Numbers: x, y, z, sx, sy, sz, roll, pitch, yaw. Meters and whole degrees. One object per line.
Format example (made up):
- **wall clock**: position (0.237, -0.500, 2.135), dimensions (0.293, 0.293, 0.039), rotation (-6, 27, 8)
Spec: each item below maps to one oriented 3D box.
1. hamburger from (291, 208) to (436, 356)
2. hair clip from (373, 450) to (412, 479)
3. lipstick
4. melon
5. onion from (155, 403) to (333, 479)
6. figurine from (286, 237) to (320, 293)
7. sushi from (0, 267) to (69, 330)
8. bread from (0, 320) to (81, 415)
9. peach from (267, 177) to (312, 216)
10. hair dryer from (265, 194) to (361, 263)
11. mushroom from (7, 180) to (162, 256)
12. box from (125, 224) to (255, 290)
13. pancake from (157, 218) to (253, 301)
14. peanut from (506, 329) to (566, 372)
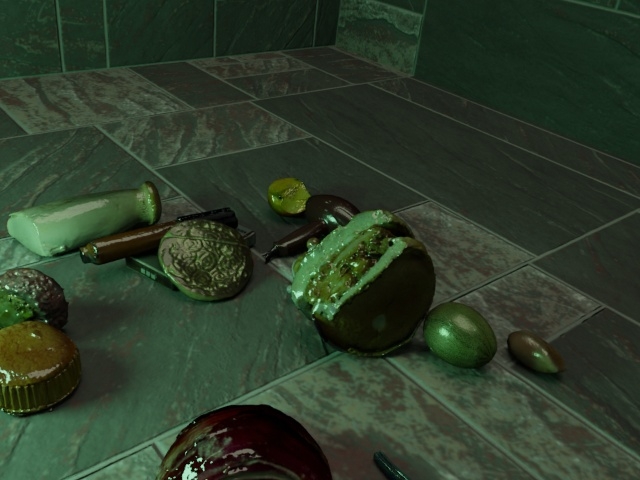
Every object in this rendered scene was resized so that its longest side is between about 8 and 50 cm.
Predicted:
- **hamburger**: position (0.116, 0.113, 1.496), dimensions (0.318, 0.277, 0.195), rotation (-39, 41, 1)
- **hair clip**: position (0.201, 0.456, 1.154), dimensions (0.275, 0.048, 0.083), rotation (25, 39, 30)
- **lipstick**: position (-0.417, -0.013, 1.714), dimensions (0.419, 0.077, 0.077), rotation (-16, 37, -29)
- **melon**: position (0.314, 0.215, 1.496), dimensions (0.139, 0.139, 0.192), rotation (-19, 42, -37)
- **onion**: position (-0.145, 0.362, 1.152), dimensions (0.315, 0.146, 0.280), rotation (-7, 28, -14)
- **figurine**: position (0.034, 0.072, 1.713), dimensions (0.194, 0.133, 0.274), rotation (36, 28, 14)
- **sushi**: position (-0.672, 0.132, 1.418), dimensions (0.241, 0.161, 0.107), rotation (14, 32, 11)
- **bread**: position (-0.583, 0.245, 1.299), dimensions (0.199, 0.104, 0.199), rotation (4, 32, -2)
- **peach**: position (-0.104, -0.134, 2.039), dimensions (0.151, 0.118, 0.151), rotation (8, 64, -16)
- **hair dryer**: position (0.000, 0.000, 1.854), dimensions (0.340, 0.123, 0.313), rotation (-31, 44, -31)
- **mushroom**: position (-0.636, -0.061, 1.793), dimensions (0.408, 0.137, 0.154), rotation (-18, 25, -25)
- **box**: position (-0.349, 0.022, 1.785), dimensions (0.180, 0.047, 0.325), rotation (23, 34, 28)
- **pancake**: position (-0.290, 0.050, 1.672), dimensions (0.250, 0.031, 0.250), rotation (14, 53, -20)
- **peanut**: position (0.503, 0.263, 1.522), dimensions (0.076, 0.076, 0.152), rotation (-20, 37, -38)
